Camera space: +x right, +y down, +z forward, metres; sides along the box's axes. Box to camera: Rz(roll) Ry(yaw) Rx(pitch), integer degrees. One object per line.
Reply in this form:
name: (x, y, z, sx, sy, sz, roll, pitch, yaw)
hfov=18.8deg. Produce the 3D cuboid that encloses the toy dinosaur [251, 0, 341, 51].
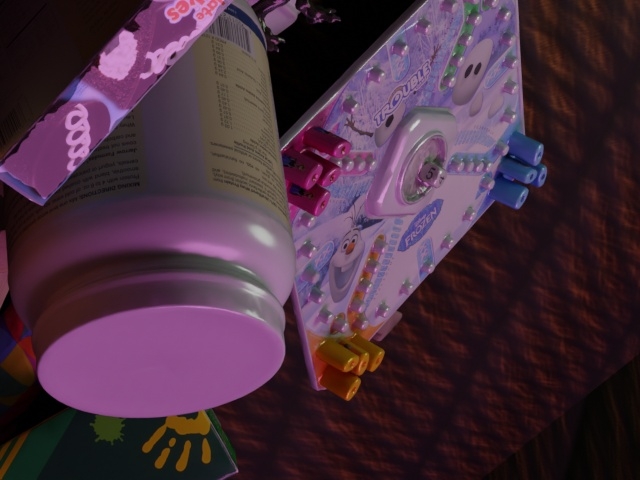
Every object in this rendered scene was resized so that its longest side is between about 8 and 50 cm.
toy dinosaur: (-0.027, -0.241, 1.735, 0.268, 0.064, 0.118, -19, 121, -26)

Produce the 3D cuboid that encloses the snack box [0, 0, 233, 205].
snack box: (-0.144, -0.199, 1.460, 0.322, 0.187, 0.060, -45, 128, 14)

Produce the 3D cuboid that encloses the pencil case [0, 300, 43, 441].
pencil case: (-0.324, 0.127, 2.132, 0.104, 0.104, 0.236, -5, 148, -49)

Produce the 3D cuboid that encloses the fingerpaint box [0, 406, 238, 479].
fingerpaint box: (-0.290, 0.286, 2.258, 0.371, 0.163, 0.445, -29, 178, -5)

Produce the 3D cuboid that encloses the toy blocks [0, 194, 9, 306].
toy blocks: (-0.416, 0.080, 1.656, 0.381, 0.191, 0.261, -11, 134, -56)

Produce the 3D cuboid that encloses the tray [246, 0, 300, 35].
tray: (-0.130, -0.171, 1.822, 0.270, 0.030, 0.145, -35, 160, 10)

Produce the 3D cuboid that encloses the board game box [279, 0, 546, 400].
board game box: (0.106, -0.074, 1.997, 0.390, 0.050, 0.390, -46, 149, -25)

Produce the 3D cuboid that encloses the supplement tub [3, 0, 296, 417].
supplement tub: (-0.146, -0.040, 1.608, 0.235, 0.325, 0.235, -6, 151, -3)

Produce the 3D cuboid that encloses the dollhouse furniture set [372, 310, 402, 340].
dollhouse furniture set: (0.000, 0.000, 2.214, 0.151, 0.197, 0.301, -63, 165, -1)
